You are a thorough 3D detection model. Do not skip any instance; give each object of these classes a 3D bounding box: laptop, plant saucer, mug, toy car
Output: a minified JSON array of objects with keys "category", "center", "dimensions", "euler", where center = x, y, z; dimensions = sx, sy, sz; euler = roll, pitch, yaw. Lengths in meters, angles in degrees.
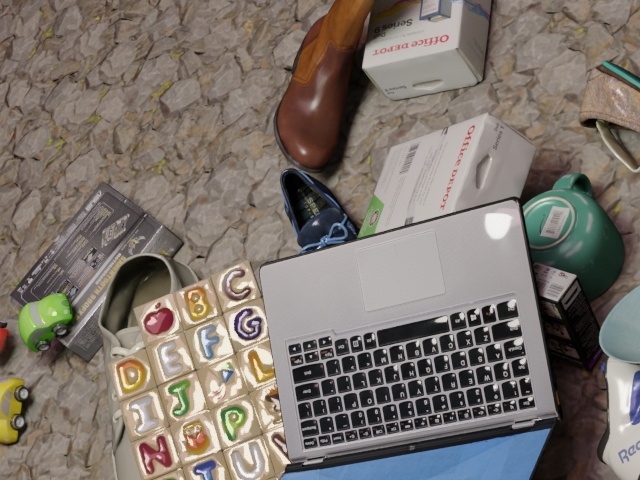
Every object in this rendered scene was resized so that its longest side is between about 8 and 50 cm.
[{"category":"laptop","center":[0.048,0.184,1.789],"dimensions":[0.382,0.236,0.408],"euler":[-15,80,33]},{"category":"plant saucer","center":[0.396,0.084,1.691],"dimensions":[0.195,0.037,0.195],"euler":[-27,19,10]},{"category":"mug","center":[0.291,-0.008,1.936],"dimensions":[0.129,0.097,0.158],"euler":[-32,47,13]},{"category":"toy car","center":[-0.449,0.152,2.318],"dimensions":[0.225,0.053,0.239],"euler":[-43,52,27]}]

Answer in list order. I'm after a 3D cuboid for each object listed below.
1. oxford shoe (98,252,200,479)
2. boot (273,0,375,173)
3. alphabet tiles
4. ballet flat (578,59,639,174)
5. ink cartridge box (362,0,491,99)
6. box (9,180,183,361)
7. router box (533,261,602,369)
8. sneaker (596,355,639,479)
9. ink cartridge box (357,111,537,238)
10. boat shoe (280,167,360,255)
[{"category":"oxford shoe","center":[-0.229,0.203,2.137],"dimensions":[0.169,0.130,0.449],"euler":[-19,53,19]},{"category":"boot","center":[0.036,-0.261,2.199],"dimensions":[0.280,0.096,0.264],"euler":[126,164,-50]},{"category":"alphabet tiles","center":[-0.117,0.207,2.032],"dimensions":[0.285,0.011,0.343],"euler":[-23,68,8]},{"category":"ballet flat","center":[0.432,-0.117,1.928],"dimensions":[0.316,0.107,0.106],"euler":[41,107,50]},{"category":"ink cartridge box","center":[0.156,-0.319,2.250],"dimensions":[0.154,0.093,0.212],"euler":[-9,58,30]},{"category":"box","center":[-0.338,0.043,2.371],"dimensions":[0.183,0.056,0.231],"euler":[32,82,43]},{"category":"router box","center":[0.243,0.075,1.885],"dimensions":[0.179,0.133,0.046],"euler":[20,61,41]},{"category":"sneaker","center":[0.409,0.151,1.725],"dimensions":[0.315,0.127,0.182],"euler":[-49,48,-1]},{"category":"ink cartridge box","center":[0.158,-0.056,2.012],"dimensions":[0.219,0.092,0.160],"euler":[-15,49,57]},{"category":"boat shoe","center":[0.000,0.000,2.140],"dimensions":[0.109,0.089,0.258],"euler":[-43,45,3]}]
